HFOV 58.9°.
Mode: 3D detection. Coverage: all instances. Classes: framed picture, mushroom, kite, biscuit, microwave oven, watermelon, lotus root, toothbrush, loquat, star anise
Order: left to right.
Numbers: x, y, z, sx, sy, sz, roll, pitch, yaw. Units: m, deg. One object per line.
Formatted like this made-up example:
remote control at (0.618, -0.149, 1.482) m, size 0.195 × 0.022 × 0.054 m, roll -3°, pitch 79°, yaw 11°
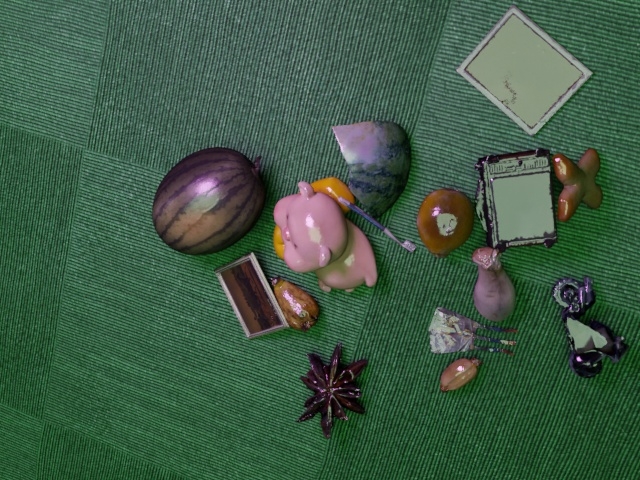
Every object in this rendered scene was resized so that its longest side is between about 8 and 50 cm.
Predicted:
watermelon at (-0.305, -0.115, 1.603) m, size 0.359 × 0.279 × 0.279 m, roll -32°, pitch 91°, yaw 15°
framed picture at (-0.215, 0.176, 1.730) m, size 0.197 × 0.014 × 0.252 m, roll -23°, pitch 94°, yaw 40°
lotus root at (-0.081, 0.183, 1.700) m, size 0.108 × 0.094 × 0.191 m, roll -38°, pitch 84°, yaw 9°
star anise at (0.032, 0.445, 1.707) m, size 0.212 × 0.129 × 0.283 m, roll 3°, pitch 92°, yaw 7°
watermelon at (0.137, -0.208, 1.536) m, size 0.176 × 0.260 × 0.256 m, roll 20°, pitch 87°, yaw 22°
toothbrush at (0.161, -0.043, 1.571) m, size 0.288 × 0.024 × 0.026 m, roll 33°, pitch 101°, yaw -23°
loquat at (0.336, -0.048, 1.533) m, size 0.152 × 0.152 × 0.195 m, roll 12°, pitch 94°, yaw 11°
lotus root at (0.403, 0.382, 1.634) m, size 0.150 × 0.062 × 0.073 m, roll -43°, pitch 96°, yaw 16°
kite at (0.435, 0.274, 1.631) m, size 0.245 × 0.015 × 0.141 m, roll 8°, pitch 103°, yaw 15°
mushroom at (0.468, 0.120, 1.532) m, size 0.116 × 0.093 × 0.225 m, roll 4°, pitch 134°, yaw 22°
microwave oven at (0.499, -0.108, 1.466) m, size 0.188 × 0.178 × 0.248 m, roll -6°, pitch 98°, yaw 12°
framed picture at (0.529, -0.440, 1.482) m, size 0.273 × 0.016 × 0.216 m, roll 43°, pitch 106°, yaw 3°
biscuit at (0.647, -0.144, 1.419) m, size 0.047 × 0.207 × 0.164 m, roll -2°, pitch 100°, yaw 48°

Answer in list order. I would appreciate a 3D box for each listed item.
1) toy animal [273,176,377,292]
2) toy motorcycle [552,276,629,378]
toy animal at (-0.018, 0.011, 1.571) m, size 0.277 × 0.247 × 0.345 m, roll -20°, pitch 95°, yaw 16°
toy motorcycle at (0.722, 0.227, 1.511) m, size 0.159 × 0.106 × 0.271 m, roll -12°, pitch 86°, yaw 11°
